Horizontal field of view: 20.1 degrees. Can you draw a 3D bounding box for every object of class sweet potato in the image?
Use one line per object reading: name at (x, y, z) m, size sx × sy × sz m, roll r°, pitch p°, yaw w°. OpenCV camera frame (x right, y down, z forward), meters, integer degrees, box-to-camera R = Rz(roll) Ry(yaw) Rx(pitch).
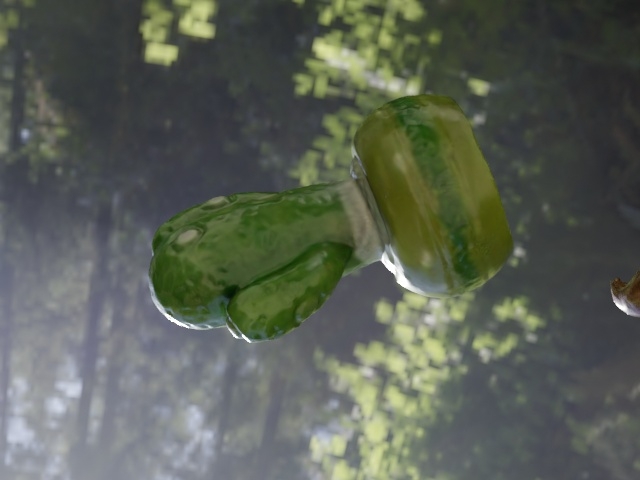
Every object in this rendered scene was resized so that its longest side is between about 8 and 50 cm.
sweet potato at (0.336, 0.023, 1.620) m, size 0.058 × 0.202 × 0.055 m, roll 13°, pitch -120°, yaw -33°

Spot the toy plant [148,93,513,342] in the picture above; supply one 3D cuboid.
toy plant at (0.000, 0.000, 1.610) m, size 0.315 × 0.184 × 0.224 m, roll -20°, pitch -151°, yaw 0°
